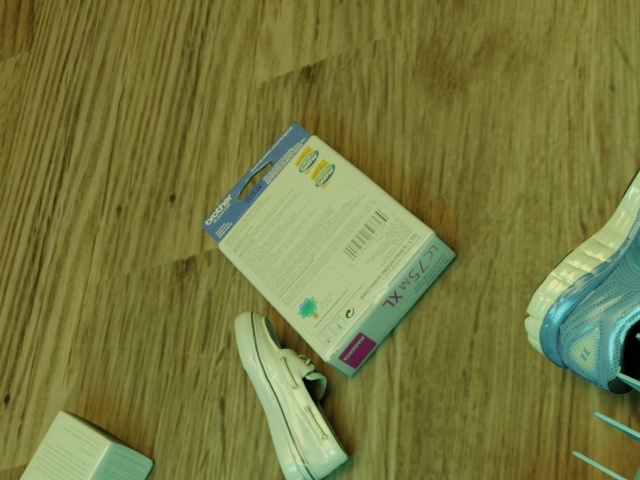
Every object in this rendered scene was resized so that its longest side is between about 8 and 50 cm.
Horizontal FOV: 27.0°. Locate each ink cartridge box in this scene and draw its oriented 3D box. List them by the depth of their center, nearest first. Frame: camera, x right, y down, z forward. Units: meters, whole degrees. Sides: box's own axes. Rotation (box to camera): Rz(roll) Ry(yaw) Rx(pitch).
[{"bbox_3d":[0.000,0.000,1.563,0.186,0.065,0.311,-49,46,2],"label":"ink cartridge box"}]

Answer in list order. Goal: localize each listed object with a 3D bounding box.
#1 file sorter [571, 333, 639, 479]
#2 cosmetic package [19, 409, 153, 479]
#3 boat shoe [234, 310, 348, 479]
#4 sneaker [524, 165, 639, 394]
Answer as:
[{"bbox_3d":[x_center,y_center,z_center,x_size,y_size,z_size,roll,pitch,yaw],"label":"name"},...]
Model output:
[{"bbox_3d":[0.295,0.180,1.144,0.170,0.104,0.118,-60,27,-3],"label":"file sorter"},{"bbox_3d":[-0.309,0.331,1.582,0.117,0.085,0.231,21,79,45],"label":"cosmetic package"},{"bbox_3d":[-0.027,0.166,1.476,0.075,0.083,0.226,-27,59,7],"label":"boat shoe"},{"bbox_3d":[0.348,0.009,1.251,0.330,0.129,0.147,-53,54,7],"label":"sneaker"}]
